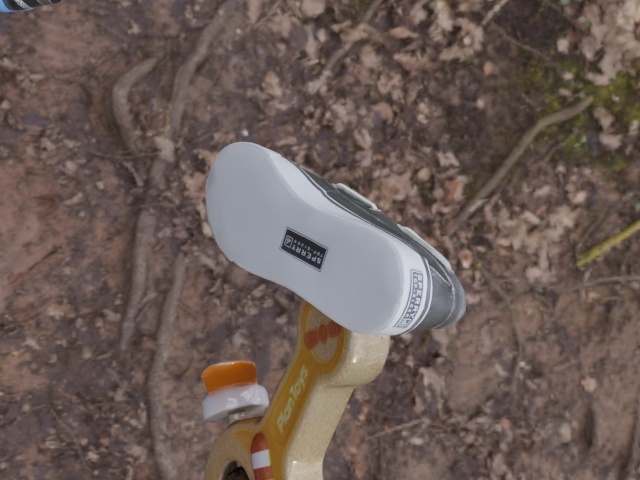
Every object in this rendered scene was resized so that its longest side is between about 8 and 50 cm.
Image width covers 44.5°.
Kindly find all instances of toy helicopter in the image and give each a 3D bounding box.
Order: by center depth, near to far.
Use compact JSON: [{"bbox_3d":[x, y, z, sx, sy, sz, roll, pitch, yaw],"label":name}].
[{"bbox_3d":[-0.033,0.161,0.652,0.140,0.355,0.235,3,37,-29],"label":"toy helicopter"}]

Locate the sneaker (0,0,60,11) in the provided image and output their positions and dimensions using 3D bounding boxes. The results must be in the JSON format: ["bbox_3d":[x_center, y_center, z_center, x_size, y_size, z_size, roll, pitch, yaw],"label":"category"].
[{"bbox_3d":[-0.218,-0.258,0.584,0.078,0.188,0.067,-8,51,-27],"label":"sneaker"}]

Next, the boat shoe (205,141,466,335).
[{"bbox_3d":[0.000,0.000,0.511,0.070,0.219,0.078,10,109,-44],"label":"boat shoe"}]
